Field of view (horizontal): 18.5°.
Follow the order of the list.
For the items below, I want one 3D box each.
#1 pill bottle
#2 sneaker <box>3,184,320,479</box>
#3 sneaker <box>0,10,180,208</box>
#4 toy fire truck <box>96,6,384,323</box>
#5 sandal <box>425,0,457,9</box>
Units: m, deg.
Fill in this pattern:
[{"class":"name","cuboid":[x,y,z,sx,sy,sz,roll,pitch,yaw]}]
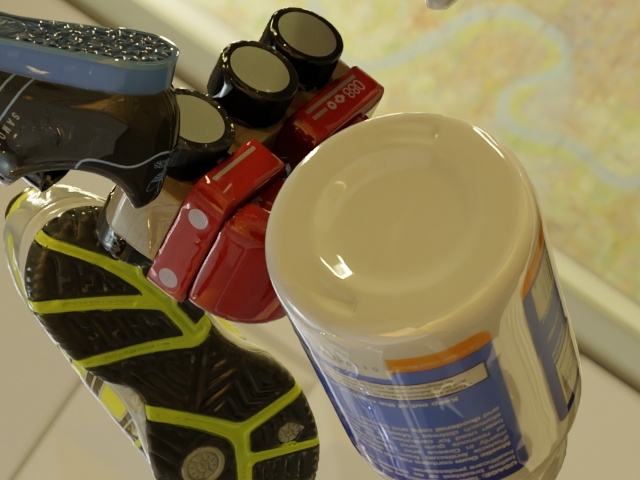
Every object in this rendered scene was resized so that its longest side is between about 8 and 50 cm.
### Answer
[{"class":"pill bottle","cuboid":[0.072,0.059,1.152,0.152,0.152,0.272,-56,-29,-21]},{"class":"sneaker","cuboid":[-0.123,0.093,1.600,0.145,0.384,0.147,-34,34,-8]},{"class":"sneaker","cuboid":[-0.186,-0.079,1.073,0.081,0.232,0.090,-38,-43,-60]},{"class":"toy fire truck","cuboid":[0.000,0.000,1.314,0.217,0.246,0.158,-42,-13,-48]},{"class":"sandal","cuboid":[0.043,-0.302,1.401,0.416,0.102,0.169,-93,-5,-48]}]
